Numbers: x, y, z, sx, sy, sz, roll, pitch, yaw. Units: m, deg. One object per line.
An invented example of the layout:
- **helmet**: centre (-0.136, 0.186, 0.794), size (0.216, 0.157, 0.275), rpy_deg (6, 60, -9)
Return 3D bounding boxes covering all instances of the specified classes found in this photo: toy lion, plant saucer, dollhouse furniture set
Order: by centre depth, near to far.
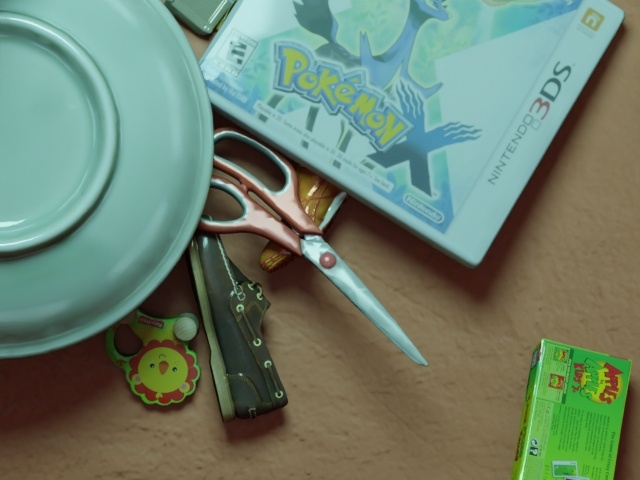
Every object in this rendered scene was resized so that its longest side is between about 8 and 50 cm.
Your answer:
- **plant saucer**: centre (-0.291, -0.092, 1.654), size (0.401, 0.100, 0.400), rpy_deg (0, 87, -8)
- **dollhouse furniture set**: centre (-0.149, -0.270, 1.807), size (0.152, 0.058, 0.076), rpy_deg (38, 82, -22)
- **toy lion**: centre (-0.164, 0.111, 1.814), size (0.100, 0.034, 0.096), rpy_deg (16, 98, -2)

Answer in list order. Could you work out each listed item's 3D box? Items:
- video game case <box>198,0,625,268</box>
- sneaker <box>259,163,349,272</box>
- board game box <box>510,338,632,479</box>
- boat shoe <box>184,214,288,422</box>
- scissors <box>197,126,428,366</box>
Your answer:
- **video game case**: centre (0.084, -0.182, 1.784), size (0.329, 0.036, 0.300), rpy_deg (32, 79, -2)
- **sneaker**: centre (-0.009, -0.044, 1.804), size (0.067, 0.064, 0.175), rpy_deg (37, 80, 2)
- **board game box**: centre (0.239, 0.194, 1.790), size (0.092, 0.043, 0.181), rpy_deg (14, 68, -3)
- **boat shoe**: centre (-0.083, 0.071, 1.796), size (0.073, 0.073, 0.207), rpy_deg (-14, 99, -4)
- **scissors**: centre (0.000, 0.000, 1.750), size (0.297, 0.021, 0.109), rpy_deg (32, 73, 8)
